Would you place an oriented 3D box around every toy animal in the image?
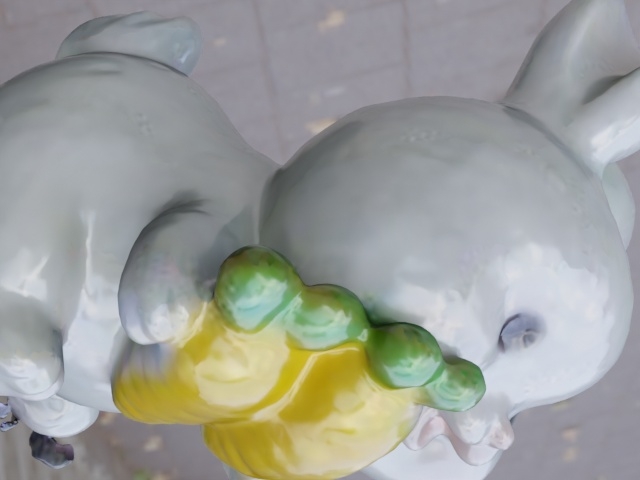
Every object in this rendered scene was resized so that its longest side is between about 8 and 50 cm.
[{"bbox_3d":[0.000,0.007,0.745,0.310,0.247,0.183,-3,129,11],"label":"toy animal"}]
